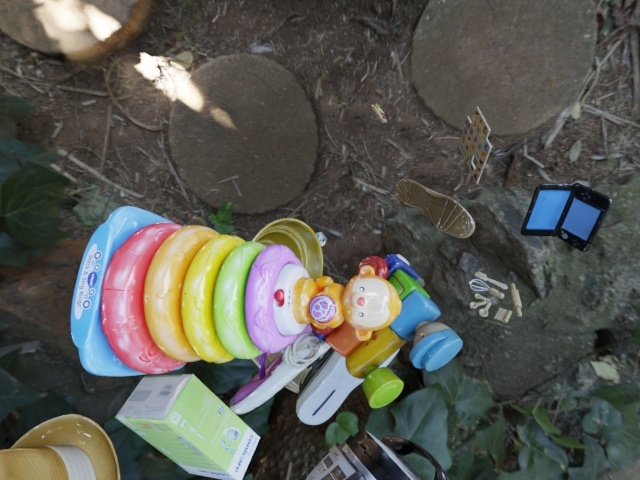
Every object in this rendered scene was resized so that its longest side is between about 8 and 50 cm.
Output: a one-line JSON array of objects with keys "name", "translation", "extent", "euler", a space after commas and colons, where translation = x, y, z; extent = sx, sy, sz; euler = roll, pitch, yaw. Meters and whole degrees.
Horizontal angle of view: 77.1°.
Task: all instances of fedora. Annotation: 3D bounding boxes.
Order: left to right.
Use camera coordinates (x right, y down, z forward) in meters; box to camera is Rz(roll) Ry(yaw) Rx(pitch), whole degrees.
[{"name": "fedora", "translation": [-0.269, 0.249, 0.346], "extent": [0.194, 0.194, 0.079], "euler": [-19, 142, 8]}]

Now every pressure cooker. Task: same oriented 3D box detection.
[{"name": "pressure cooker", "translation": [0.139, 0.706, 1.027], "extent": [0.420, 0.375, 0.370], "euler": [-41, 52, -13]}]

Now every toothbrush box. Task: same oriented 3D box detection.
[{"name": "toothbrush box", "translation": [-0.324, 0.468, 1.004], "extent": [0.206, 0.122, 0.283], "euler": [-15, 120, 34]}]

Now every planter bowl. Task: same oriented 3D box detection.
[{"name": "planter bowl", "translation": [-0.101, 0.058, 0.860], "extent": [0.090, 0.217, 0.217], "euler": [7, 104, 44]}]

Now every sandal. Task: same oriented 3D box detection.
[{"name": "sandal", "translation": [-0.018, 0.153, 0.730], "extent": [0.416, 0.169, 0.102], "euler": [-42, 81, 10]}]

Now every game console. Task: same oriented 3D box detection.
[{"name": "game console", "translation": [0.461, -0.041, 0.763], "extent": [0.071, 0.107, 0.122], "euler": [-20, 132, -22]}]

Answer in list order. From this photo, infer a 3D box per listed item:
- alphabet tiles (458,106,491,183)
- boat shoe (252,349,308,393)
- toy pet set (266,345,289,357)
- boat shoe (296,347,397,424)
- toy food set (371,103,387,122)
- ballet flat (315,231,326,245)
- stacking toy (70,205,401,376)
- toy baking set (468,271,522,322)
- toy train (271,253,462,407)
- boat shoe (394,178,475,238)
[{"name": "alphabet tiles", "translation": [0.561, -0.354, 1.457], "extent": [0.009, 0.237, 0.198], "euler": [-10, 59, 0]}, {"name": "boat shoe", "translation": [-0.170, 0.495, 1.571], "extent": [0.341, 0.122, 0.110], "euler": [40, 137, -6]}, {"name": "toy pet set", "translation": [-0.121, 0.249, 1.123], "extent": [0.122, 0.114, 0.065], "euler": [-23, 135, 17]}, {"name": "boat shoe", "translation": [0.050, 0.266, 0.915], "extent": [0.121, 0.119, 0.335], "euler": [36, 104, -27]}, {"name": "toy food set", "translation": [0.208, -0.446, 1.413], "extent": [0.020, 0.082, 0.083], "euler": [-36, 103, 11]}, {"name": "ballet flat", "translation": [0.000, 0.000, 1.405], "extent": [0.041, 0.114, 0.041], "euler": [-1, 81, 8]}, {"name": "stacking toy", "translation": [-0.071, 0.059, 0.405], "extent": [0.301, 0.166, 0.175], "euler": [0, 76, 20]}, {"name": "toy baking set", "translation": [0.717, 0.222, 1.657], "extent": [0.196, 0.256, 0.030], "euler": [4, 136, 15]}, {"name": "toy train", "translation": [0.047, 0.149, 0.509], "extent": [0.248, 0.143, 0.105], "euler": [-46, 135, 12]}, {"name": "boat shoe", "translation": [0.454, -0.131, 1.579], "extent": [0.342, 0.123, 0.123], "euler": [34, 109, 20]}]
